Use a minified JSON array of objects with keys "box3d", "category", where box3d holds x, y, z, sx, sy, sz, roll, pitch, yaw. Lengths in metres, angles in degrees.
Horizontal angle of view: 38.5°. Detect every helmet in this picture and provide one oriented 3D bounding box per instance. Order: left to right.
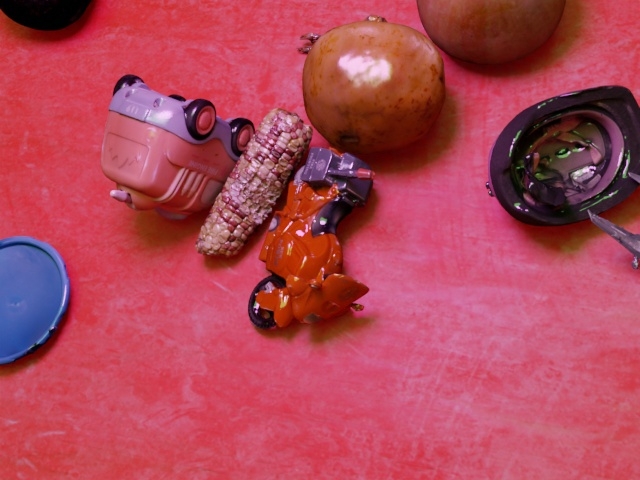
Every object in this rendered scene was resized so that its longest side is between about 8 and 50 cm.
[{"box3d":[0.371,-0.128,1.434,0.253,0.154,0.198,-29,102,-20],"category":"helmet"}]

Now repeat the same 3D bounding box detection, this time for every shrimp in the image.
[{"box3d":[-0.003,-0.367,1.701,0.092,0.038,0.029,2,25,16],"category":"shrimp"}]

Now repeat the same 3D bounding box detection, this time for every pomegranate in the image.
[{"box3d":[0.087,-0.261,1.528,0.248,0.248,0.248,-6,66,13],"category":"pomegranate"}]

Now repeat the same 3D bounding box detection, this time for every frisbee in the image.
[{"box3d":[-0.552,0.109,1.634,0.242,0.045,0.242,-5,66,12],"category":"frisbee"}]

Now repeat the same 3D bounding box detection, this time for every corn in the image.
[{"box3d":[-0.115,-0.091,1.562,0.098,0.098,0.290,31,89,24],"category":"corn"}]

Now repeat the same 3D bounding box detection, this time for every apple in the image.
[{"box3d":[0.285,-0.430,1.543,0.257,0.234,0.256,-7,64,15],"category":"apple"}]

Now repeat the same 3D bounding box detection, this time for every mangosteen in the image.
[{"box3d":[-0.560,-0.540,1.818,0.243,0.243,0.243,-6,66,13],"category":"mangosteen"}]

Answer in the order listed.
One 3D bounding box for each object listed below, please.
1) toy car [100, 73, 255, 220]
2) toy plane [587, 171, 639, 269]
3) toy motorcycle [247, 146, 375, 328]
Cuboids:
[{"box3d":[-0.254,-0.144,1.562,0.180,0.270,0.212,22,93,27],"category":"toy car"},{"box3d":[0.507,0.000,1.375,0.226,0.058,0.226,3,85,-12],"category":"toy plane"},{"box3d":[0.000,0.000,1.487,0.221,0.148,0.325,9,74,42],"category":"toy motorcycle"}]
